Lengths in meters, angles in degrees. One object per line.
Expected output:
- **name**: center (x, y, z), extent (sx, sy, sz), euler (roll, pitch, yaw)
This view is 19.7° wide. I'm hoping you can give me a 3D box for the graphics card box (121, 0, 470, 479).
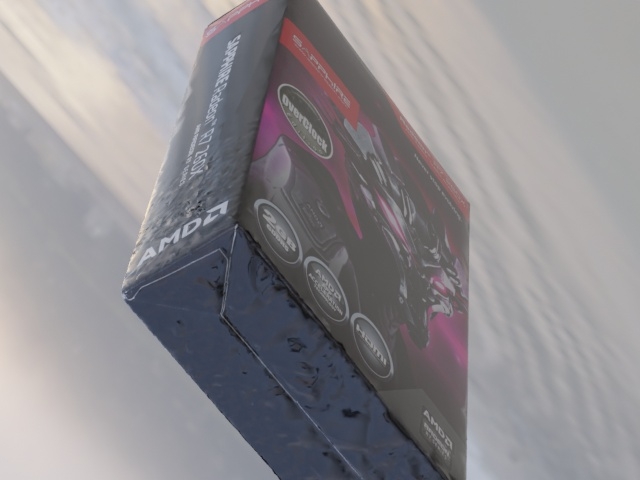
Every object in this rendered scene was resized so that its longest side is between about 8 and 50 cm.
- **graphics card box**: center (0.000, 0.000, 1.197), extent (0.233, 0.094, 0.371), euler (52, -157, -21)
